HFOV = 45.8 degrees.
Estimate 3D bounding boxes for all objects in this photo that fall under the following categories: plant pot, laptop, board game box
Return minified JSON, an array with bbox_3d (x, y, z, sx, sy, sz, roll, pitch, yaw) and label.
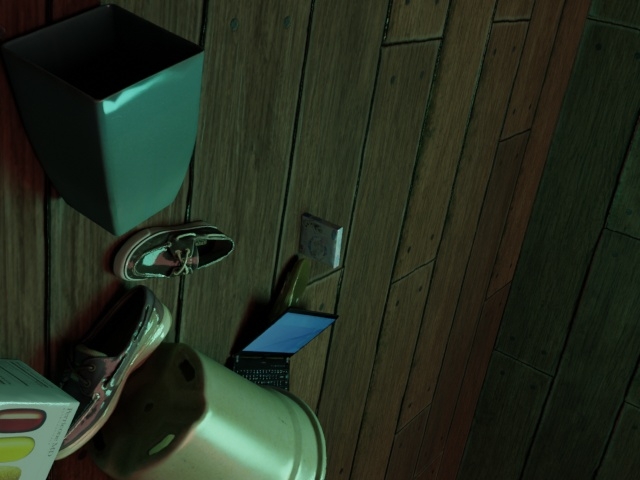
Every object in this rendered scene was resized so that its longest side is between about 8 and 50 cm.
[{"bbox_3d":[-0.259,-0.135,0.946,0.166,0.165,0.234,-39,149,-40],"label":"plant pot"},{"bbox_3d":[-0.204,0.329,1.250,0.334,0.334,0.305,-56,138,-19],"label":"plant pot"},{"bbox_3d":[-0.069,0.279,1.558,0.234,0.136,0.264,19,69,-62],"label":"laptop"},{"bbox_3d":[0.000,0.000,1.535,0.020,0.090,0.090,-31,136,-47],"label":"board game box"}]

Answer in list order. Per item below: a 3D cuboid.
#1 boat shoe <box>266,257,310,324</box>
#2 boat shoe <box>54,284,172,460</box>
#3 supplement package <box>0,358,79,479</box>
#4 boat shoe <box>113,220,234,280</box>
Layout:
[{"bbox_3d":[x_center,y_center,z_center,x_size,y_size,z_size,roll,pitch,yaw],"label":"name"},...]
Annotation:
[{"bbox_3d":[-0.066,0.106,1.557,0.056,0.048,0.153,21,87,-63],"label":"boat shoe"},{"bbox_3d":[-0.331,0.184,1.119,0.285,0.103,0.092,-54,143,-29],"label":"boat shoe"},{"bbox_3d":[-0.444,0.224,0.918,0.244,0.134,0.139,23,91,-61],"label":"supplement package"},{"bbox_3d":[-0.225,0.018,1.196,0.219,0.070,0.078,-23,129,-51],"label":"boat shoe"}]
